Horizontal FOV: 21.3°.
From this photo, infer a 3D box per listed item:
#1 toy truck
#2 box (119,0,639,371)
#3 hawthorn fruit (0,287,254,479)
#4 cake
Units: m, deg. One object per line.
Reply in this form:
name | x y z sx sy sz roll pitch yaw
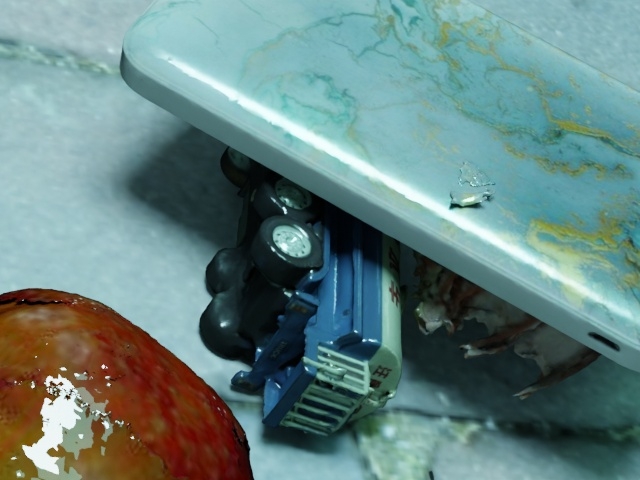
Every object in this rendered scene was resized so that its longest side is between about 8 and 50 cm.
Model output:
toy truck | 0.000 0.000 0.803 0.088 0.074 0.201 20 42 -16
box | 0.058 -0.054 0.784 0.285 0.044 0.142 29 50 7
hawthorn fruit | -0.088 0.098 0.614 0.172 0.148 0.148 30 37 -26
cake | 0.148 -0.018 0.855 0.287 0.135 0.098 -35 97 -44
